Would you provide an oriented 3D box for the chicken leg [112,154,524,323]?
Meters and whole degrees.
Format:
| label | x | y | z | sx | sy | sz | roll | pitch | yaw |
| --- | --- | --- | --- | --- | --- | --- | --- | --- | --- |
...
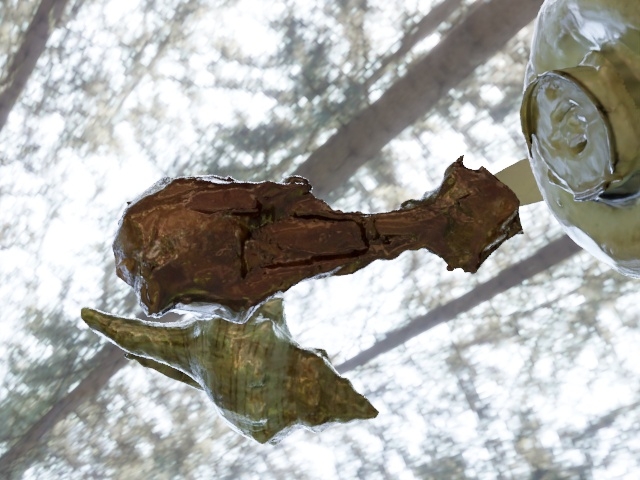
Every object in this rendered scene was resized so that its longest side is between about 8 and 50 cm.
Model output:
| label | x | y | z | sx | sy | sz | roll | pitch | yaw |
| --- | --- | --- | --- | --- | --- | --- | --- | --- | --- |
| chicken leg | 0.000 | 0.000 | 0.878 | 0.305 | 0.093 | 0.113 | -5 | -99 | -6 |

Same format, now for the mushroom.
| label | x | y | z | sx | sy | sz | roll | pitch | yaw |
| --- | --- | --- | --- | --- | --- | --- | --- | --- | --- |
| mushroom | 0.327 | -0.122 | 1.131 | 0.260 | 0.352 | 0.352 | -22 | -99 | -25 |

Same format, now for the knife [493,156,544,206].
| label | x | y | z | sx | sy | sz | roll | pitch | yaw |
| --- | --- | --- | --- | --- | --- | --- | --- | --- | --- |
| knife | 0.333 | -0.087 | 1.635 | 0.043 | 0.336 | 0.081 | -10 | -90 | -57 |

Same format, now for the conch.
| label | x | y | z | sx | sy | sz | roll | pitch | yaw |
| --- | --- | --- | --- | --- | --- | --- | --- | --- | --- |
| conch | -0.103 | 0.141 | 1.472 | 0.386 | 0.203 | 0.169 | 30 | -114 | 23 |
